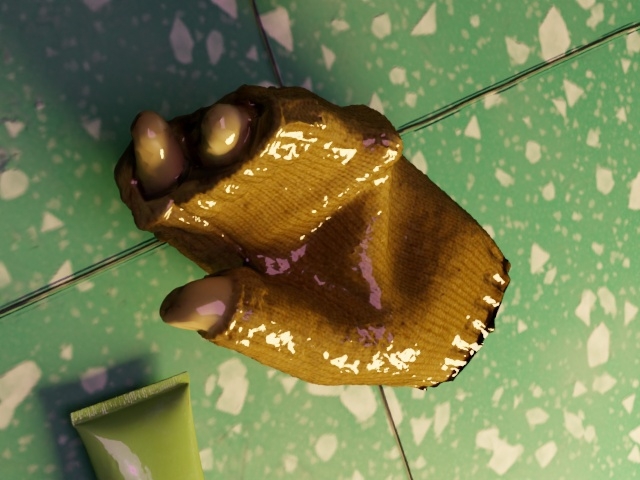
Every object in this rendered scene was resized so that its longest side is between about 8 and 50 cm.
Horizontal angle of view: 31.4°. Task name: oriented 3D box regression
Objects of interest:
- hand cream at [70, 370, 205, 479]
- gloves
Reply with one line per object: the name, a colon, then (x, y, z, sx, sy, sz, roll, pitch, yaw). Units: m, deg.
hand cream: (-0.117, 0.193, 0.829, 0.095, 0.046, 0.175, -17, 95, -30)
gloves: (-0.005, -0.001, 0.825, 0.356, 0.155, 0.203, 34, 81, -45)
